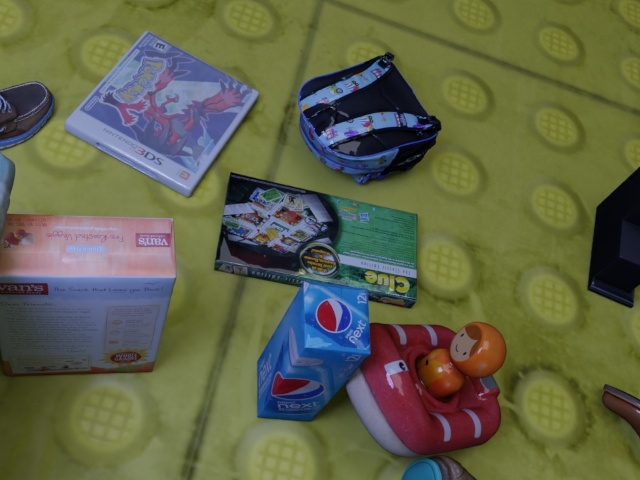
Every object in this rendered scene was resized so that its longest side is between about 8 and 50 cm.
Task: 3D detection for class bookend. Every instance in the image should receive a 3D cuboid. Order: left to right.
[{"bbox_3d":[0.451,-0.016,1.072,0.072,0.157,0.156,23,55,-4],"label":"bookend"}]

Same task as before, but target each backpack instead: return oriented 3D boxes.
[{"bbox_3d":[0.050,-0.155,1.046,0.173,0.117,0.158,-21,69,-28],"label":"backpack"}]

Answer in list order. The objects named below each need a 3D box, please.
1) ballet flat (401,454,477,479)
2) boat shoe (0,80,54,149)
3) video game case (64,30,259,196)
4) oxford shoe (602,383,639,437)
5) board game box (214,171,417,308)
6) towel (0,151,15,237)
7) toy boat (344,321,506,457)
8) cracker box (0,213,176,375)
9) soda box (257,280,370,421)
[{"bbox_3d":[0.138,0.391,0.773,0.124,0.116,0.342,25,50,-25],"label":"ballet flat"},{"bbox_3d":[-0.398,-0.146,0.925,0.066,0.066,0.183,42,57,8],"label":"boat shoe"},{"bbox_3d":[-0.205,-0.174,1.031,0.183,0.023,0.201,29,56,0],"label":"video game case"},{"bbox_3d":[0.431,0.263,0.958,0.212,0.076,0.076,41,96,20],"label":"oxford shoe"},{"bbox_3d":[0.000,0.000,0.993,0.259,0.030,0.136,12,55,-11],"label":"board game box"},{"bbox_3d":[-0.396,0.117,0.618,0.090,0.374,0.321,31,46,-44],"label":"towel"},{"bbox_3d":[0.135,0.141,0.838,0.231,0.151,0.151,7,49,-47],"label":"toy boat"},{"bbox_3d":[-0.232,0.061,0.757,0.155,0.232,0.067,2,60,-18],"label":"cracker box"},{"bbox_3d":[-0.013,0.122,0.805,0.067,0.210,0.071,7,58,-14],"label":"soda box"}]
